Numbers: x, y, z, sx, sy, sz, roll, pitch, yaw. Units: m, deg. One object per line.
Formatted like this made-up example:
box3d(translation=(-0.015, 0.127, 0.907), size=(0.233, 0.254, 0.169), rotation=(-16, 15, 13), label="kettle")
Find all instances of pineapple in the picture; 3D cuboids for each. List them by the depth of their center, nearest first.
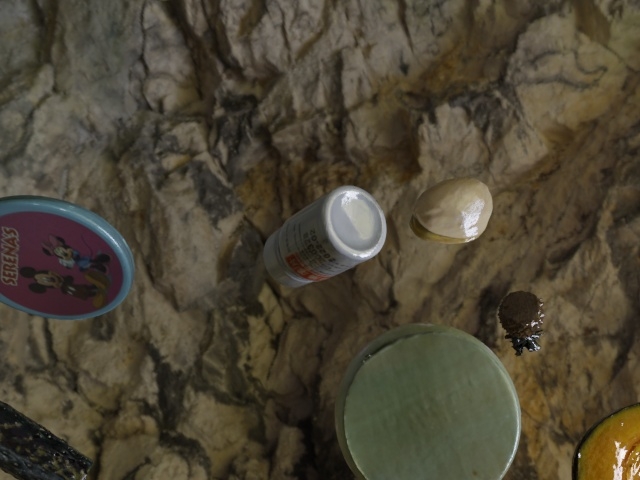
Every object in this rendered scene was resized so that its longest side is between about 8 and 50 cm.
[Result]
box3d(translation=(0.253, 0.113, 0.811), size=(0.058, 0.124, 0.058), rotation=(-11, -130, 13), label="pineapple")

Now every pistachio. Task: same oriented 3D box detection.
box3d(translation=(0.289, -0.065, 1.405), size=(0.200, 0.117, 0.145), rotation=(-22, -118, -31), label="pistachio")

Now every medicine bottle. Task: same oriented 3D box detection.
box3d(translation=(0.000, 0.000, 1.222), size=(0.144, 0.144, 0.252), rotation=(-45, -168, -34), label="medicine bottle")

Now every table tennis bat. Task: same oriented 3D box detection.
box3d(translation=(-0.297, 0.009, 0.605), size=(0.244, 0.153, 0.040), rotation=(15, -141, -14), label="table tennis bat")

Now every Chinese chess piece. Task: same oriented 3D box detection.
box3d(translation=(0.201, 0.332, 1.241), size=(0.349, 0.350, 0.146), rotation=(-27, 173, -4), label="Chinese chess piece")

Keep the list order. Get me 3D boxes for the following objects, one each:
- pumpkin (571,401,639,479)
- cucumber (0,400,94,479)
box3d(translation=(0.411, 0.330, 0.956), size=(0.130, 0.149, 0.254), rotation=(-179, -67, -86), label="pumpkin")
box3d(translation=(-0.430, 0.295, 0.928), size=(0.078, 0.211, 0.062), rotation=(-58, 178, -20), label="cucumber")
